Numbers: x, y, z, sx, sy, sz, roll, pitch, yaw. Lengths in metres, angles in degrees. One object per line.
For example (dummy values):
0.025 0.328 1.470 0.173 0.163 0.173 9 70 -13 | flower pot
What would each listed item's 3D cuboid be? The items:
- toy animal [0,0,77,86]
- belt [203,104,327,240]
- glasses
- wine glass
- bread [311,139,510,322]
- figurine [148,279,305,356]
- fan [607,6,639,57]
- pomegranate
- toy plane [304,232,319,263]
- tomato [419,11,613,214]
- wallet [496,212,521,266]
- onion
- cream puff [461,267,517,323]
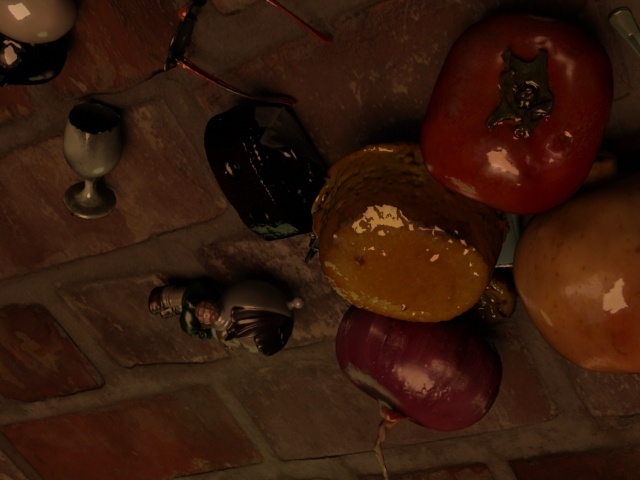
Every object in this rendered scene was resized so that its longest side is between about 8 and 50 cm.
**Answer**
-0.559 -0.422 1.899 0.187 0.165 0.235 22 130 -1 | toy animal
-0.091 -0.138 1.952 0.164 0.184 0.289 -9 125 41 | belt
-0.136 -0.355 1.836 0.268 0.118 0.234 30 131 -6 | glasses
-0.479 -0.167 2.111 0.126 0.126 0.241 20 135 3 | wine glass
0.155 -0.007 1.857 0.358 0.204 0.337 23 127 -4 | bread
-0.212 0.164 2.276 0.369 0.167 0.281 7 165 27 | figurine
0.548 -0.312 1.695 0.038 0.016 0.193 -29 114 33 | fan
0.530 0.036 1.757 0.411 0.412 0.412 10 131 12 | pomegranate
-0.001 0.002 2.123 0.130 0.061 0.189 28 132 -5 | toy plane
0.318 -0.208 1.661 0.292 0.290 0.325 10 86 6 | tomato
0.300 -0.059 1.957 0.176 0.075 0.251 -2 127 17 | wallet
0.185 0.262 2.083 0.358 0.345 0.358 36 147 28 | onion
0.336 0.105 2.076 0.148 0.084 0.149 10 135 10 | cream puff
